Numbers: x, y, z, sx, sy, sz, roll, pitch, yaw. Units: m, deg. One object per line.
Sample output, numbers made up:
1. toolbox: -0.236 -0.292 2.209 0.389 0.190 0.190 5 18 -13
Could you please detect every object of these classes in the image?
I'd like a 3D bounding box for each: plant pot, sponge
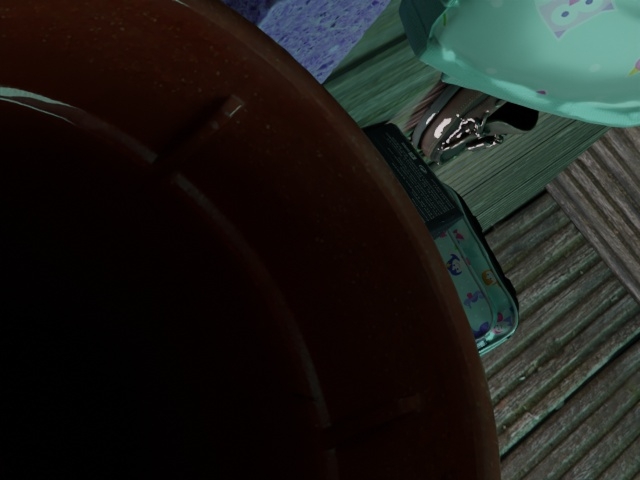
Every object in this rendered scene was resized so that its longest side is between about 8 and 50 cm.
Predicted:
1. plant pot: -0.128 0.082 0.393 0.265 0.272 0.272 -33 177 39
2. sponge: -0.039 -0.079 0.593 0.117 0.031 0.210 -31 170 -42

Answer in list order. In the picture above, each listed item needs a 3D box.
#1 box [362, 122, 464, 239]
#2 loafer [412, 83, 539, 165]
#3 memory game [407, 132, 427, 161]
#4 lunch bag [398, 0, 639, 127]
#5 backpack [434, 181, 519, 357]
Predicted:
1. box: 0.000 0.000 0.953 0.153 0.108 0.207 -41 171 29
2. loafer: 0.166 -0.128 1.010 0.096 0.084 0.267 -32 169 -32
3. memory game: 0.091 -0.086 1.212 0.186 0.012 0.186 -36 173 -5
4. lunch bag: 0.173 -0.174 0.515 0.262 0.160 0.223 -24 162 -43
5. backpack: 0.094 0.074 1.402 0.253 0.225 0.191 -29 171 12
